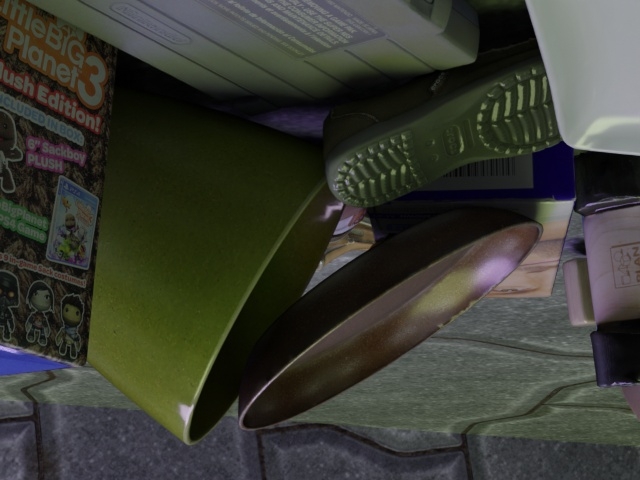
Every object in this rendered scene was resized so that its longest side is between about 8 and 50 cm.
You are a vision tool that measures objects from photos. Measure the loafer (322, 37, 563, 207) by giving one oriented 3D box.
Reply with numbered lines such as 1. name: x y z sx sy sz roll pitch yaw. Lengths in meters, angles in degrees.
1. loafer: 0.111 -0.111 1.016 0.251 0.087 0.094 -20 137 -10

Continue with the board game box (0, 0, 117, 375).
1. board game box: -0.288 -0.052 0.954 0.232 0.291 0.141 -9 159 32

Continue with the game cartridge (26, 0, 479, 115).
1. game cartridge: -0.069 -0.185 0.891 0.230 0.068 0.355 -14 158 33

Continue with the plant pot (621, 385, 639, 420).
1. plant pot: 0.554 0.157 1.672 0.284 0.284 0.191 9 126 -22

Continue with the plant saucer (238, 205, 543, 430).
1. plant saucer: 0.052 0.060 1.130 0.311 0.050 0.310 -30 164 -10

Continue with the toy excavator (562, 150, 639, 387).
1. toy excavator: 0.391 0.034 1.346 0.433 0.222 0.445 -12 170 35

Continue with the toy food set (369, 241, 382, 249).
1. toy food set: 0.086 0.022 1.261 0.083 0.020 0.082 3 164 3

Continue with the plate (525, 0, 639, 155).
1. plate: 0.281 -0.116 0.827 0.278 0.045 0.277 6 164 18

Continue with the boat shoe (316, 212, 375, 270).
1. boat shoe: 0.000 0.000 1.474 0.190 0.072 0.068 10 162 -25

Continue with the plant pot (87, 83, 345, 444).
1. plant pot: -0.164 -0.019 1.109 0.294 0.274 0.275 30 165 7

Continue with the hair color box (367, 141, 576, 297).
1. hair color box: 0.148 -0.031 1.296 0.185 0.110 0.339 -1 165 7

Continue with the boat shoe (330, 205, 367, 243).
1. boat shoe: -0.099 -0.050 1.277 0.302 0.113 0.103 -4 164 -16
